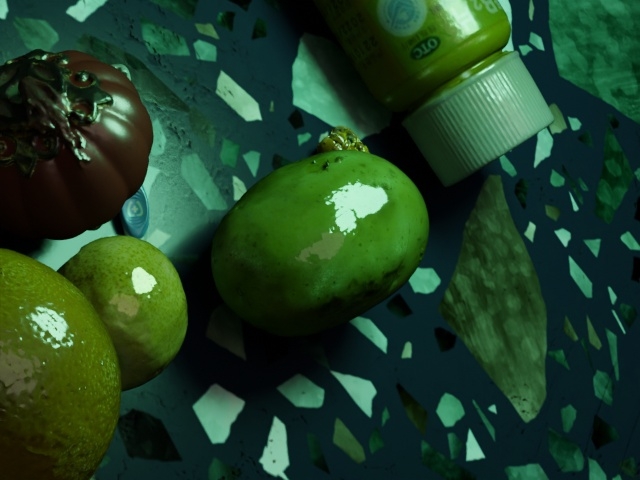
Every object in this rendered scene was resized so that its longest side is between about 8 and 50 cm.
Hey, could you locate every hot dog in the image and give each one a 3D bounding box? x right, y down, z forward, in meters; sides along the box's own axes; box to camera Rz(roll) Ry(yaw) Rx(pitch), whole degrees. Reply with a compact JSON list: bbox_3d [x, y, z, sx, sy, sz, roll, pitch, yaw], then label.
[{"bbox_3d":[0.061,-0.083,1.992,0.165,0.045,0.071,50,44,-7],"label":"hot dog"}]

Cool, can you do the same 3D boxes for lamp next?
[{"bbox_3d":[-0.296,-0.110,1.586,0.227,0.227,0.227,19,57,-32],"label":"lamp"}]

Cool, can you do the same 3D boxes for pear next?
[{"bbox_3d":[-0.226,0.076,1.586,0.178,0.178,0.178,19,57,-32],"label":"pear"}]

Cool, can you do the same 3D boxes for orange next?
[{"bbox_3d":[-0.325,0.141,1.400,0.274,0.274,0.274,19,57,-32],"label":"orange"}]

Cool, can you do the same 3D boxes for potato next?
[{"bbox_3d":[0.001,0.003,1.789,0.304,0.216,0.216,-38,94,-36],"label":"potato"}]

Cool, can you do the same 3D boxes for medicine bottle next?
[{"bbox_3d":[0.154,-0.284,2.055,0.224,0.224,0.384,-33,92,-45],"label":"medicine bottle"}]

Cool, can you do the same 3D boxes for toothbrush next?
[{"bbox_3d":[-0.226,-0.044,1.744,0.040,0.040,0.386,10,59,-37],"label":"toothbrush"}]
